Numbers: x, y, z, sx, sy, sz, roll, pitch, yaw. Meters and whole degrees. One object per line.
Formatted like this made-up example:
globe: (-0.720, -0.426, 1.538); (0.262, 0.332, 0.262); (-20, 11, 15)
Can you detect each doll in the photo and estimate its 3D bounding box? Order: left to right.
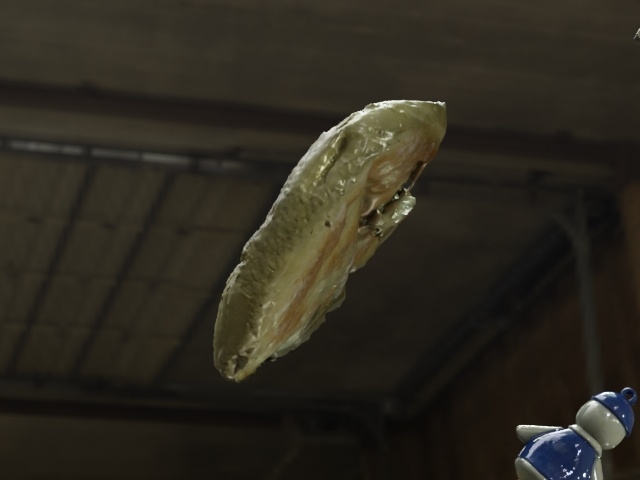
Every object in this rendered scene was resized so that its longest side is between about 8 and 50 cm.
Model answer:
doll: (0.209, 0.173, 1.506); (0.099, 0.143, 0.057); (40, -11, 28)

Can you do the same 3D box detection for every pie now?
pie: (0.000, 0.000, 1.758); (0.337, 0.075, 0.337); (-47, 166, -15)

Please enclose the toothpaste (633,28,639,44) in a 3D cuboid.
toothpaste: (0.434, -0.135, 1.778); (0.068, 0.282, 0.099); (-47, 180, 25)
